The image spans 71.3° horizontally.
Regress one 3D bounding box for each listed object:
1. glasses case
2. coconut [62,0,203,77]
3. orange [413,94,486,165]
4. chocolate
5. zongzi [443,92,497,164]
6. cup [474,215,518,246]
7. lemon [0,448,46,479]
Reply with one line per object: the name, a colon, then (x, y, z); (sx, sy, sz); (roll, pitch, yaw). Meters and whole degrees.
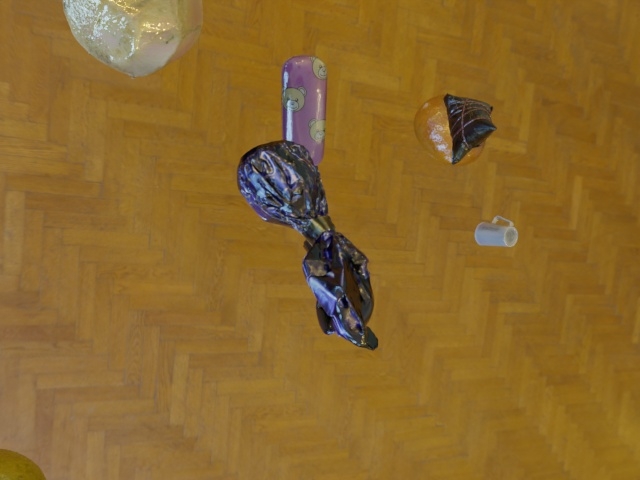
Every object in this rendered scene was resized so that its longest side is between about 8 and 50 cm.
glasses case: (-0.046, -0.346, 1.234); (0.123, 0.076, 0.317); (-2, 126, -6)
coconut: (-0.325, -0.418, 0.815); (0.236, 0.237, 0.198); (-27, 122, -15)
orange: (0.401, -0.338, 1.362); (0.240, 0.240, 0.171); (30, 125, -21)
chocolate: (-0.001, 0.004, 0.640); (0.126, 0.343, 0.148); (-30, 150, -6)
zongzi: (0.179, -0.131, 0.550); (0.067, 0.083, 0.074); (14, 132, -16)
cup: (0.551, -0.030, 1.384); (0.074, 0.116, 0.104); (38, 77, -24)
lemon: (-0.186, 0.151, 0.247); (0.083, 0.062, 0.063); (17, 91, 8)
